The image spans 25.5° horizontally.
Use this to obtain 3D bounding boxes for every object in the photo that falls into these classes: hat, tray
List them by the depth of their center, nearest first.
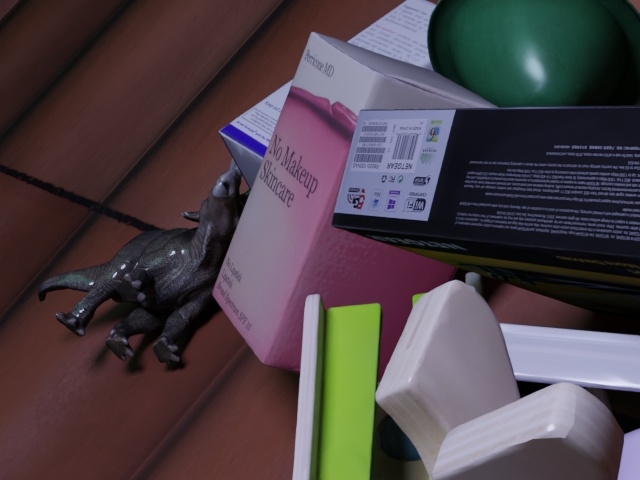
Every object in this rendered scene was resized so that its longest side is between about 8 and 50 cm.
[{"bbox_3d":[0.198,0.067,0.745,0.270,0.145,0.030,4,88,26],"label":"tray"},{"bbox_3d":[0.155,-0.090,1.059,0.209,0.173,0.183,-16,36,38],"label":"hat"}]

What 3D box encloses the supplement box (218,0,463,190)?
[{"bbox_3d":[0.044,-0.099,1.226,0.220,0.111,0.114,-37,35,-14],"label":"supplement box"}]

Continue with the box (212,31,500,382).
[{"bbox_3d":[0.028,-0.022,1.082,0.232,0.127,0.148,-69,25,12],"label":"box"}]

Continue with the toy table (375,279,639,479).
[{"bbox_3d":[0.067,0.152,0.606,0.252,0.161,0.274,-37,18,34],"label":"toy table"}]

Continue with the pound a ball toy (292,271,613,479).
[{"bbox_3d":[0.095,0.163,0.871,0.208,0.135,0.319,-9,36,8],"label":"pound a ball toy"}]

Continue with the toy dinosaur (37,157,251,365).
[{"bbox_3d":[-0.157,0.036,1.380,0.313,0.121,0.160,-26,17,48],"label":"toy dinosaur"}]

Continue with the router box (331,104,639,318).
[{"bbox_3d":[0.194,-0.005,0.814,0.309,0.243,0.081,7,81,56],"label":"router box"}]
